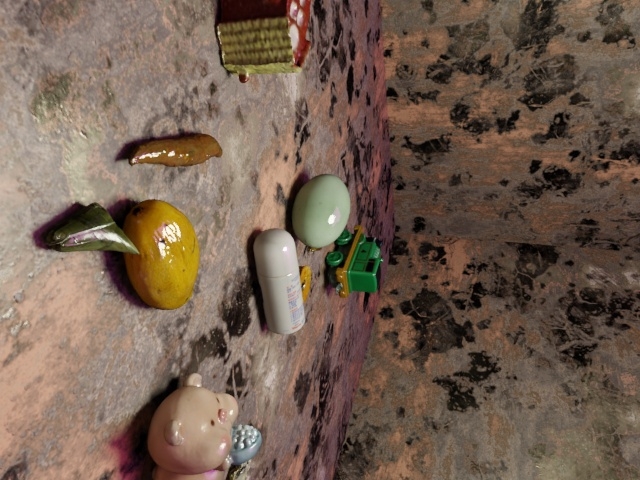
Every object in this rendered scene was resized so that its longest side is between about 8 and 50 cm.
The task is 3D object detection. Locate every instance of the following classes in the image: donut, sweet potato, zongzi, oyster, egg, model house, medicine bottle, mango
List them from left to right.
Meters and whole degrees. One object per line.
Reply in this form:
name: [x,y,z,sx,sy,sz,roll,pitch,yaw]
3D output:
zongzi: [-0.361,0.009,0.700,0.113,0.052,0.104,57,41,-21]
mango: [-0.298,0.039,0.852,0.157,0.109,0.262,-67,156,-46]
sweet potato: [-0.278,-0.184,0.911,0.314,0.072,0.066,-46,152,-65]
oyster: [-0.236,0.684,1.302,0.108,0.053,0.166,-60,172,7]
model house: [-0.132,-0.513,1.063,0.160,0.196,0.253,-13,108,-73]
medicine bottle: [-0.127,0.121,1.349,0.130,0.130,0.340,-58,149,-54]
donut: [-0.082,0.162,1.607,0.152,0.058,0.151,6,90,-71]
egg: [0.002,-0.106,1.555,0.203,0.203,0.282,57,47,-61]

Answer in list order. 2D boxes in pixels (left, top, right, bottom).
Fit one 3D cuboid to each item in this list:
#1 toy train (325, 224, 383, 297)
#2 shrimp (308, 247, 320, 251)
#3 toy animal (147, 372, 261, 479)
toy train: [0.173,0.096,2.044,0.429,0.249,0.178,-64,152,-46]
shrimp: [0.002,0.001,1.829,0.217,0.051,0.115,-57,149,-59]
toy animal: [-0.274,0.441,0.941,0.221,0.229,0.210,-47,-162,9]
